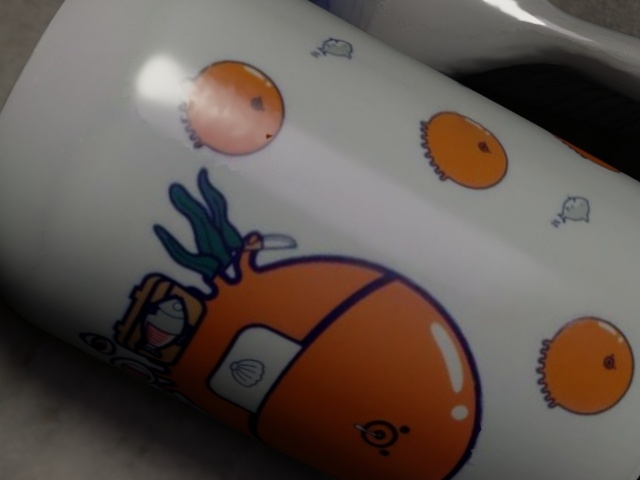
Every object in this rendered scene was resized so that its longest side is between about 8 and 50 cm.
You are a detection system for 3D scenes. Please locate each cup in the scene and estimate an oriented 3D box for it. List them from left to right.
[{"bbox_3d":[0.000,0.000,0.525,0.317,0.212,0.212,28,59,-9],"label":"cup"}]

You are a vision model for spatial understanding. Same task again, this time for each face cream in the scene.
[{"bbox_3d":[0.164,-0.101,0.655,0.420,0.235,0.137,18,93,-15],"label":"face cream"}]

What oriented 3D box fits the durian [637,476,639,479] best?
[{"bbox_3d":[0.204,0.118,0.627,0.187,0.154,0.260,27,64,-40],"label":"durian"}]
